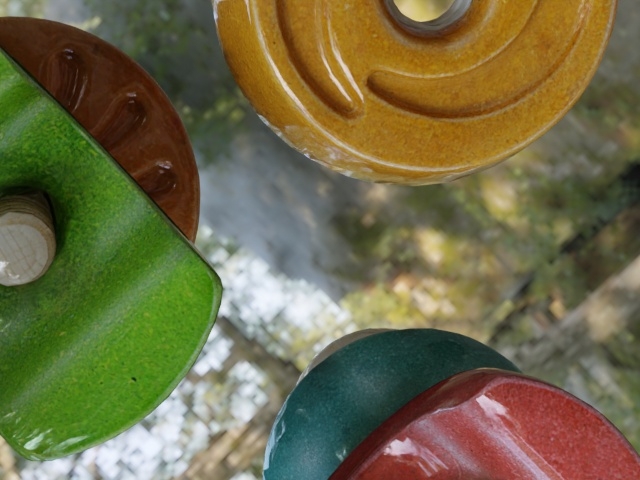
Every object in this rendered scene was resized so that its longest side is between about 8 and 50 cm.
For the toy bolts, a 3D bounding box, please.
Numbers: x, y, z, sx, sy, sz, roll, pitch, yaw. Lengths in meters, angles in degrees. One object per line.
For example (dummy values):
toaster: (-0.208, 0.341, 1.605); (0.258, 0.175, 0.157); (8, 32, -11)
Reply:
toy bolts: (0.000, 0.000, 0.457); (0.228, 0.218, 0.158); (50, 180, -13)
